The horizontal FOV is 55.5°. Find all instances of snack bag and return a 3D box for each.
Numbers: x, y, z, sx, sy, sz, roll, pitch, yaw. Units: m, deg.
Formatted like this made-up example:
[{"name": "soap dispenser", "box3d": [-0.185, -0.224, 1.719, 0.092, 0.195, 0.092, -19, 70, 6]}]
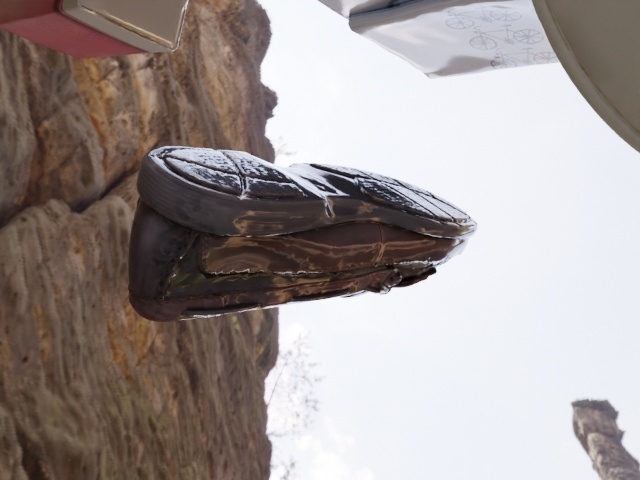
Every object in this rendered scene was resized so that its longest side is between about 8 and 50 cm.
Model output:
[{"name": "snack bag", "box3d": [0.139, -0.251, 0.624, 0.323, 0.343, 0.037, 9, -94, 45]}]

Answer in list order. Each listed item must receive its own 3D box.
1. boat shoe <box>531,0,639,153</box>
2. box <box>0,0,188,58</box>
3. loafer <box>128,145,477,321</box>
[{"name": "boat shoe", "box3d": [0.225, -0.069, 0.261, 0.319, 0.099, 0.116, 46, -34, 16]}, {"name": "box", "box3d": [-0.273, -0.312, 0.728, 0.233, 0.127, 0.148, 11, -91, 41]}, {"name": "loafer", "box3d": [0.000, 0.000, 0.435, 0.109, 0.303, 0.095, 37, -67, 38]}]
